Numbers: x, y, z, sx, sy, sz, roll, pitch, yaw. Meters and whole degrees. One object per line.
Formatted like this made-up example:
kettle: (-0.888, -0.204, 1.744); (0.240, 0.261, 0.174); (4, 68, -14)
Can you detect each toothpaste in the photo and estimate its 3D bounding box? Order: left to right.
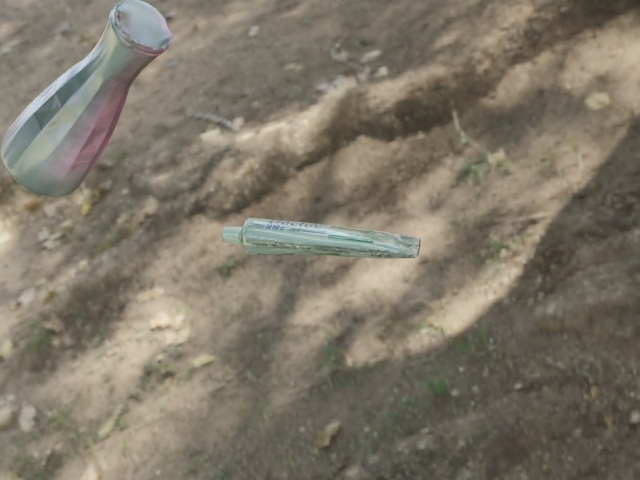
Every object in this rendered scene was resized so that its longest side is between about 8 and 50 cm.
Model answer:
toothpaste: (0.000, 0.000, 1.242); (0.218, 0.041, 0.064); (3, 19, 7)

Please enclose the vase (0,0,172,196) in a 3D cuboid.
vase: (-0.211, -0.131, 1.038); (0.214, 0.086, 0.086); (-42, 13, 39)
